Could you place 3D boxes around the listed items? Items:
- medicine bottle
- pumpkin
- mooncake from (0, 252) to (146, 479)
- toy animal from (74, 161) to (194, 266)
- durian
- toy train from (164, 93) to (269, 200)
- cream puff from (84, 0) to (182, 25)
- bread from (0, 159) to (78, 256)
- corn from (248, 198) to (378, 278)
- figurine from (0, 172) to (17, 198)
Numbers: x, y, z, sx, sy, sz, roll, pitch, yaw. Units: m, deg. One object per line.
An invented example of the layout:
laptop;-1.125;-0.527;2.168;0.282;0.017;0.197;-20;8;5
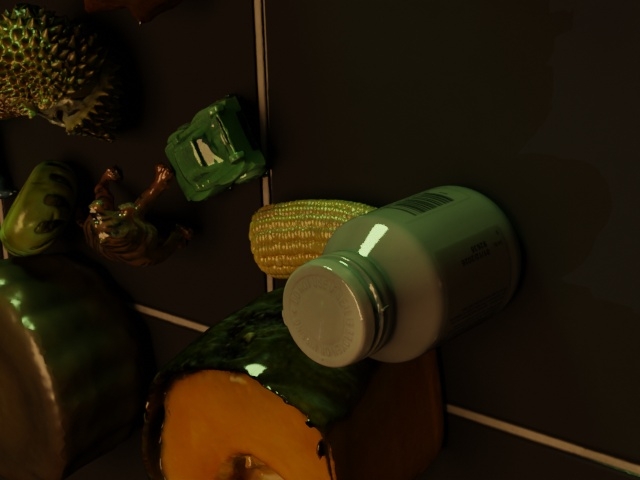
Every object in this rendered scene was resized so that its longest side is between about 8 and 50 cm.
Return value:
medicine bottle;0.070;0.036;1.089;0.135;0.215;0.135;16;115;38
pumpkin;-0.029;0.184;1.226;0.303;0.225;0.256;-30;88;42
mooncake;-0.356;0.158;1.560;0.290;0.161;0.290;18;117;38
toy animal;-0.236;-0.014;1.416;0.255;0.116;0.114;1;122;61
durian;-0.330;-0.197;1.412;0.237;0.193;0.137;11;93;23
toy train;-0.116;-0.095;1.307;0.149;0.081;0.099;-26;88;44
cream puff;-0.210;-0.341;1.230;0.241;0.154;0.269;31;141;-24
bread;-0.346;-0.035;1.519;0.071;0.130;0.139;26;143;-18
corn;0.000;0.000;1.246;0.165;0.063;0.085;1;96;40
figurine;-0.457;-0.129;1.598;0.144;0.114;0.178;-25;99;37
